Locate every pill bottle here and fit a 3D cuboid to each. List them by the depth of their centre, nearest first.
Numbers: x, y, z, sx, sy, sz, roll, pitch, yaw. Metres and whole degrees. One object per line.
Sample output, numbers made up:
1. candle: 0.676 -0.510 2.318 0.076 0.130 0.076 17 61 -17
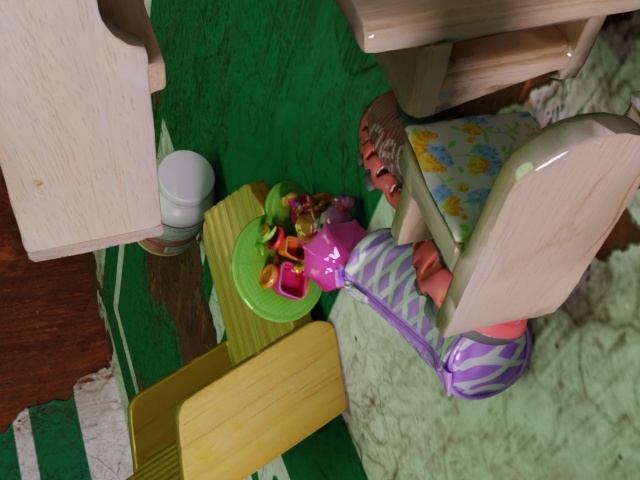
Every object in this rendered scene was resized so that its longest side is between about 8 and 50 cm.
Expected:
1. pill bottle: -0.246 -0.064 1.430 0.216 0.121 0.121 132 126 -60

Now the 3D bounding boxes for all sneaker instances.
1. sneaker: 0.109 -0.054 0.657 0.135 0.098 0.276 -61 30 31

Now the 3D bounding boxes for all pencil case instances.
1. pencil case: 0.092 0.057 0.736 0.206 0.088 0.086 -142 46 -57

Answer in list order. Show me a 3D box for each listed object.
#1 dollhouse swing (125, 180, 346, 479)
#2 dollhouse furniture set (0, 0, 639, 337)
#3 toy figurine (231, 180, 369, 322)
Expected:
1. dollhouse swing: -0.168 0.136 1.133 0.305 0.315 0.347 62 157 -4
2. dollhouse furniture set: 0.027 -0.164 0.415 0.256 0.394 0.362 100 153 -54
3. toy figurine: 0.000 0.000 0.942 0.159 0.130 0.173 -15 59 53
